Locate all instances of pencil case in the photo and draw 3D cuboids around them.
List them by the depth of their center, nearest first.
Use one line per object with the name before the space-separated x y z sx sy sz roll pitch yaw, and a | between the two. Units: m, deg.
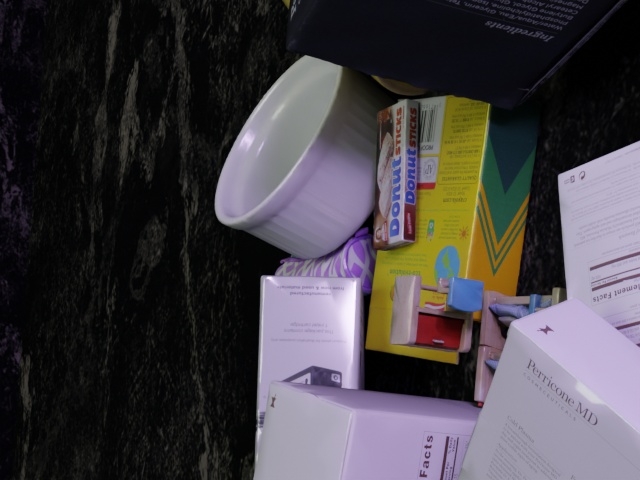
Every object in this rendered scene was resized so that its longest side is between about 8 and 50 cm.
pencil case | 0.015 0.045 1.794 0.206 0.086 0.088 -23 92 54

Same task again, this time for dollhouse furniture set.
dollhouse furniture set | 0.185 0.111 1.396 0.129 0.183 0.129 -7 76 58

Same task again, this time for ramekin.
ramekin | -0.009 -0.110 1.767 0.277 0.135 0.277 -44 27 29

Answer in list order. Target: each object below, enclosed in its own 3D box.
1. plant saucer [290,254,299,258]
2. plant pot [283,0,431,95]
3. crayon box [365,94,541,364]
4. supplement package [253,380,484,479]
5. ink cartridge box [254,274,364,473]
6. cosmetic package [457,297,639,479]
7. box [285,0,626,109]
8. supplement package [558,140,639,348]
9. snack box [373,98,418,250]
plant saucer | 0.000 0.000 1.905 0.192 0.018 0.067 -58 37 31
plant pot | 0.090 -0.316 1.626 0.254 0.254 0.239 -58 42 32
crayon box | 0.154 -0.013 1.586 0.202 0.081 0.319 4 84 60
supplement package | 0.096 0.259 1.395 0.177 0.293 0.175 10 89 60
ink cartridge box | -0.010 0.216 1.656 0.223 0.129 0.307 80 -169 -76
cosmetic package | 0.280 0.273 1.117 0.377 0.097 0.284 43 136 35
box | 0.185 -0.466 1.317 0.472 0.297 0.480 128 151 -63
supplement package | 0.323 0.045 1.229 0.134 0.139 0.244 -25 62 55
snack box | 0.092 -0.079 1.609 0.064 0.022 0.178 -19 65 56
